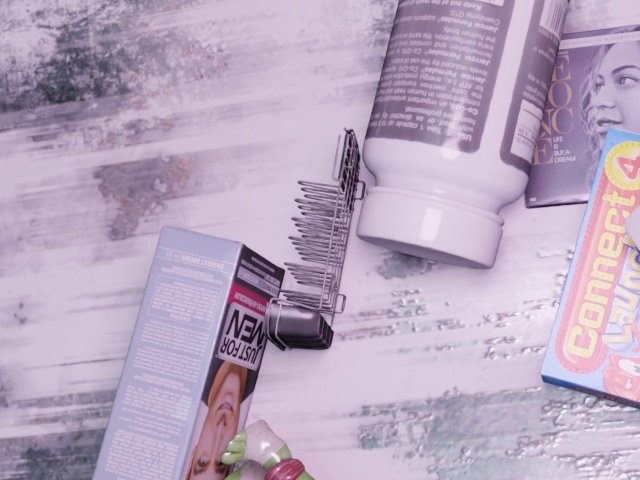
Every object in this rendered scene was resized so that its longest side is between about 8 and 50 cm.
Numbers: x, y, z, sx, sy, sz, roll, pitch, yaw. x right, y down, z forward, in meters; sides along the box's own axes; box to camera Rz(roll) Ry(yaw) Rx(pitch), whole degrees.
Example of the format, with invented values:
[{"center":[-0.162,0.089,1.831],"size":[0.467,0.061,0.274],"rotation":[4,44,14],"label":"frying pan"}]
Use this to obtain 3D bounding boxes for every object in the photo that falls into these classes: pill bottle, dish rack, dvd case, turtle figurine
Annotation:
[{"center":[0.166,-0.159,1.550],"size":[0.204,0.204,0.361],"rotation":[13,85,18],"label":"pill bottle"},{"center":[0.000,0.000,1.573],"size":[0.074,0.208,0.271],"rotation":[10,80,6],"label":"dish rack"},{"center":[0.332,-0.155,1.603],"size":[0.164,0.018,0.221],"rotation":[-5,77,16],"label":"dvd case"},{"center":[-0.028,0.361,1.504],"size":[0.266,0.198,0.275],"rotation":[38,87,24],"label":"turtle figurine"}]

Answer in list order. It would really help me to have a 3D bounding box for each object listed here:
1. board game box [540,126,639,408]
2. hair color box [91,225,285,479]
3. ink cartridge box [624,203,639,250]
[{"center":[0.439,0.055,1.479],"size":[0.302,0.086,0.308],"rotation":[15,83,14],"label":"board game box"},{"center":[-0.163,0.188,1.584],"size":[0.113,0.185,0.374],"rotation":[13,82,18],"label":"hair color box"},{"center":[0.487,0.049,1.293],"size":[0.207,0.119,0.353],"rotation":[-52,50,31],"label":"ink cartridge box"}]
